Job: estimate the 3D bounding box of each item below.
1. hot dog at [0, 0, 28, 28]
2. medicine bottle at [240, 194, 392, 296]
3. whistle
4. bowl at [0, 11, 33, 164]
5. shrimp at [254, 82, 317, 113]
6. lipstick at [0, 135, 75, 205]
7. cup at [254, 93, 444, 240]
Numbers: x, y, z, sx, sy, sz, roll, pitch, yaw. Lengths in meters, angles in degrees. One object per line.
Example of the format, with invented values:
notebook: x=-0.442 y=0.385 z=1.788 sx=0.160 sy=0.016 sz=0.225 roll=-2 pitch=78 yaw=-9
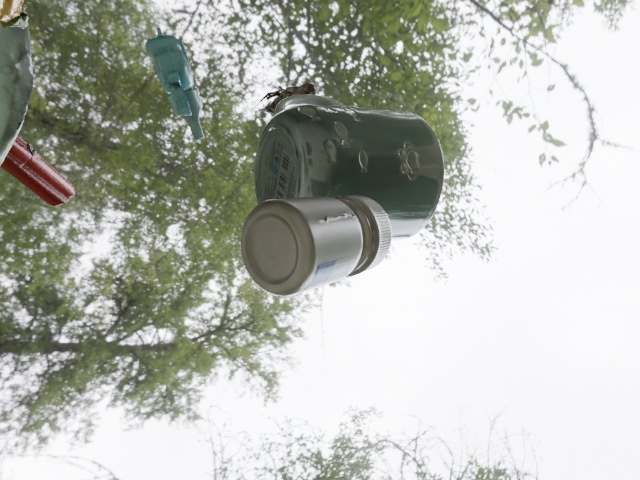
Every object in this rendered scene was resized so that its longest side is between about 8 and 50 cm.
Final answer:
hot dog: x=-0.207 y=-0.208 z=0.266 sx=0.188 sy=0.055 sz=0.072 roll=-23 pitch=-122 yaw=50
medicine bottle: x=0.000 y=0.000 z=0.493 sx=0.105 sy=0.168 sz=0.105 roll=7 pitch=-79 yaw=37
whistle: x=-0.356 y=-0.390 z=1.076 sx=0.093 sy=0.273 sz=0.186 roll=-21 pitch=-158 yaw=-13
bowl: x=-0.486 y=-0.199 z=0.462 sx=0.307 sy=0.163 sz=0.307 roll=-1 pitch=-92 yaw=26
shrimp: x=-0.099 y=-0.390 z=1.193 sx=0.190 sy=0.073 sz=0.074 roll=-11 pitch=-133 yaw=17
lipstick: x=-0.614 y=-0.171 z=0.855 sx=0.073 sy=0.279 sz=0.073 roll=-4 pitch=-119 yaw=8
cup: x=0.019 y=-0.158 z=0.813 sx=0.259 sy=0.275 sz=0.356 roll=-56 pitch=-131 yaw=45
